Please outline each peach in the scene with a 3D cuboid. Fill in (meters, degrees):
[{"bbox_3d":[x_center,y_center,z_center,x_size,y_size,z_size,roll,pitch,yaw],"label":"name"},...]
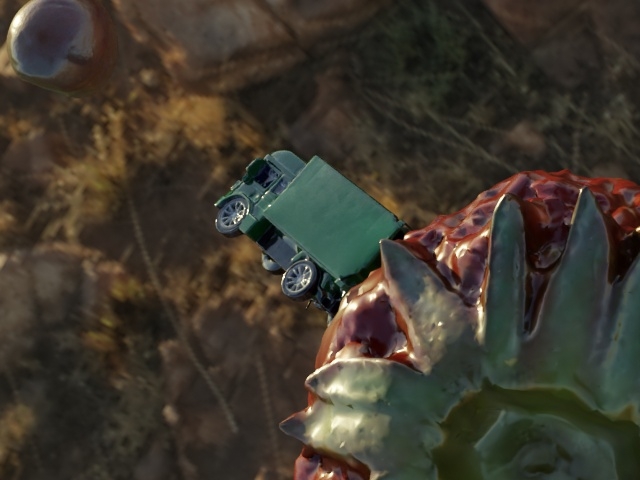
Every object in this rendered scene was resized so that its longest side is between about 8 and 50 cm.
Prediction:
[{"bbox_3d":[-0.186,-0.144,1.149,0.083,0.083,0.083,-15,60,28],"label":"peach"}]

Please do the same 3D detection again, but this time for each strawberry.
[{"bbox_3d":[0.131,0.115,0.815,0.292,0.343,0.292,-2,80,13],"label":"strawberry"}]

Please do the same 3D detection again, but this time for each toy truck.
[{"bbox_3d":[0.000,0.000,0.969,0.079,0.065,0.147,-50,43,-2],"label":"toy truck"}]
